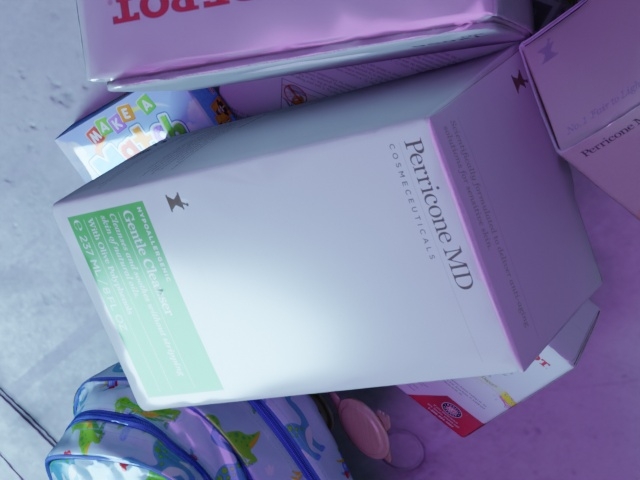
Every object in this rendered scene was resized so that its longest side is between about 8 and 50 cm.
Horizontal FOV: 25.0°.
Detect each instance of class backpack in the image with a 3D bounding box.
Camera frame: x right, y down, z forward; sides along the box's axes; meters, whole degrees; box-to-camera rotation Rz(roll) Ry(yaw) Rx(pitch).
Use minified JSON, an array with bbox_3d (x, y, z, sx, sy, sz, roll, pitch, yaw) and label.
[{"bbox_3d":[-0.089,0.251,1.315,0.290,0.273,0.355,3,106,47],"label":"backpack"}]

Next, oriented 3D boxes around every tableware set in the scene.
[{"bbox_3d":[0.002,0.127,1.303,0.169,0.020,0.141,11,126,49],"label":"tableware set"}]

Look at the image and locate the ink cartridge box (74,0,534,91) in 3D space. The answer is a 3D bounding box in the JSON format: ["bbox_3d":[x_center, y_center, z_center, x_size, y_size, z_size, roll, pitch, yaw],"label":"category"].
[{"bbox_3d":[-0.026,-0.311,0.978,0.286,0.166,0.394,-6,91,19],"label":"ink cartridge box"}]

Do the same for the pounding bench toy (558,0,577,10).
[{"bbox_3d":[0.154,-0.175,1.113,0.065,0.083,0.052,-33,103,26],"label":"pounding bench toy"}]

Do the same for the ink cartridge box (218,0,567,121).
[{"bbox_3d":[0.045,-0.131,1.159,0.275,0.060,0.239,23,145,15],"label":"ink cartridge box"}]

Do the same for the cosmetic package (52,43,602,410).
[{"bbox_3d":[0.000,0.000,1.087,0.366,0.155,0.197,-12,107,39],"label":"cosmetic package"}]

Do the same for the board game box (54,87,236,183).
[{"bbox_3d":[-0.115,-0.040,1.272,0.160,0.039,0.211,-25,106,37],"label":"board game box"}]

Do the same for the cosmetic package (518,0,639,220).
[{"bbox_3d":[0.300,-0.072,1.024,0.160,0.113,0.309,-35,136,27],"label":"cosmetic package"}]

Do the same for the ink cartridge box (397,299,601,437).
[{"bbox_3d":[0.132,0.077,1.220,0.127,0.072,0.175,39,142,-5],"label":"ink cartridge box"}]
